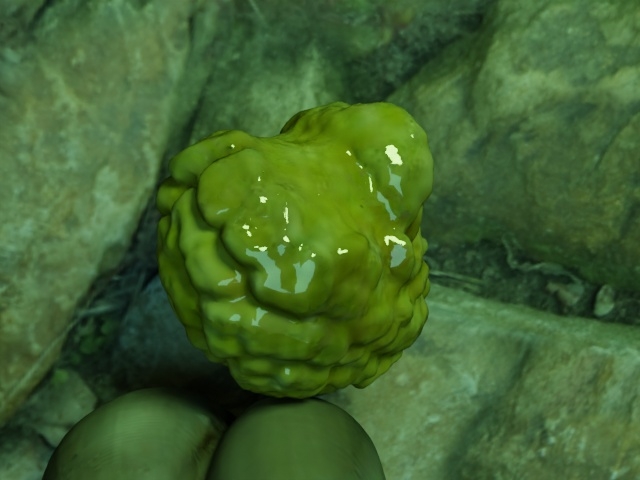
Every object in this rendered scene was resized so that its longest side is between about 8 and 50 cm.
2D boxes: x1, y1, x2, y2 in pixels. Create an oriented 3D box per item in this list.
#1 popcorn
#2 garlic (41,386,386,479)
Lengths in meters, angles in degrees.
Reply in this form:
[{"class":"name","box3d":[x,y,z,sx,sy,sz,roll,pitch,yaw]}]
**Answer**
[{"class":"popcorn","box3d":[0.000,0.000,0.543,0.203,0.200,0.226,-44,113,11]},{"class":"garlic","box3d":[-0.079,0.221,0.525,0.231,0.340,0.246,11,107,-9]}]
